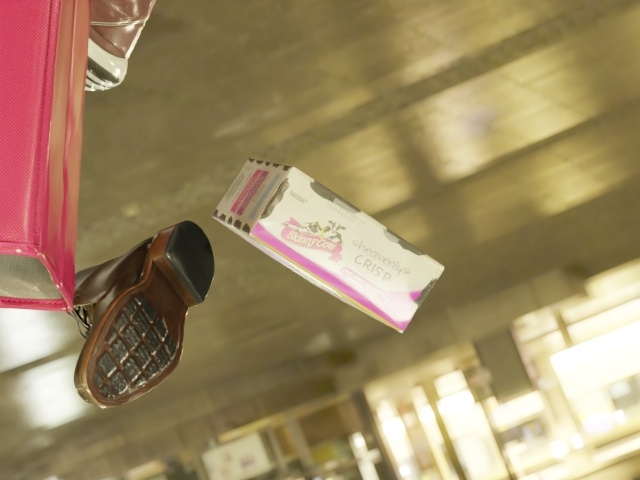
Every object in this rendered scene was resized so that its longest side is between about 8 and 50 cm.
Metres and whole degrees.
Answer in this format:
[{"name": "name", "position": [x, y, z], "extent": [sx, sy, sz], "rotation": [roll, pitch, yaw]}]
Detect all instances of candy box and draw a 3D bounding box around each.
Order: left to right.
[{"name": "candy box", "position": [0.000, 0.000, 1.518], "extent": [0.071, 0.159, 0.233], "rotation": [-58, -169, -3]}]

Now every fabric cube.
[{"name": "fabric cube", "position": [-0.290, -0.101, 1.158], "extent": [0.254, 0.258, 0.259], "rotation": [4, 170, -3]}]

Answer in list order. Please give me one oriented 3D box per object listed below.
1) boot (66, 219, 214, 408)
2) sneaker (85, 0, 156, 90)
[{"name": "boot", "position": [-0.167, 0.070, 1.371], "extent": [0.106, 0.082, 0.219], "rotation": [-18, -157, 29]}, {"name": "sneaker", "position": [-0.258, -0.279, 1.570], "extent": [0.106, 0.281, 0.162], "rotation": [2, -124, 48]}]
